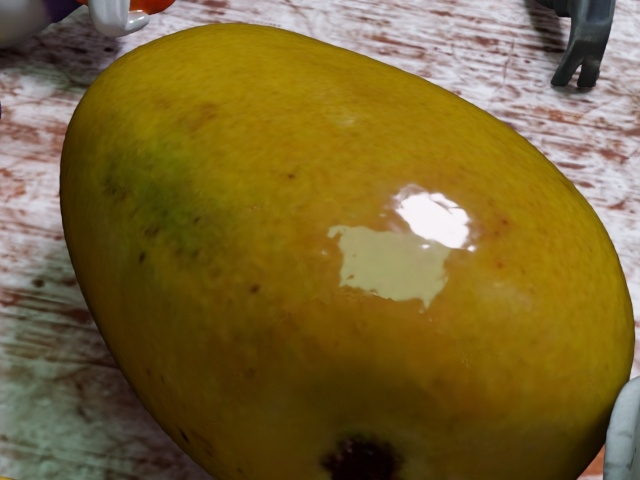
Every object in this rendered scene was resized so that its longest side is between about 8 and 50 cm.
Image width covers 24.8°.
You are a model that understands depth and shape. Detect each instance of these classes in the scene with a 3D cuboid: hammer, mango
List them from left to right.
[{"bbox_3d":[0.000,0.000,0.879,0.300,0.232,0.446,-4,34,-26],"label":"mango"},{"bbox_3d":[0.214,-0.230,1.284,0.041,0.159,0.226,2,20,-9],"label":"hammer"}]

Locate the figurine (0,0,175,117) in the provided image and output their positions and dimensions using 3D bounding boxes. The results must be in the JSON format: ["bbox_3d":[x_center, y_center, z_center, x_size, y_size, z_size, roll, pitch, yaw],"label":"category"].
[{"bbox_3d":[-0.197,-0.228,1.194,0.421,0.154,0.193,-33,19,-29],"label":"figurine"}]

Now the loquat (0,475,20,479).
[{"bbox_3d":[-0.163,0.184,0.728,0.137,0.113,0.137,17,16,-5],"label":"loquat"}]

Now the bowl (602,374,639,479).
[{"bbox_3d":[0.227,0.125,0.732,0.146,0.313,0.313,-2,34,27],"label":"bowl"}]
